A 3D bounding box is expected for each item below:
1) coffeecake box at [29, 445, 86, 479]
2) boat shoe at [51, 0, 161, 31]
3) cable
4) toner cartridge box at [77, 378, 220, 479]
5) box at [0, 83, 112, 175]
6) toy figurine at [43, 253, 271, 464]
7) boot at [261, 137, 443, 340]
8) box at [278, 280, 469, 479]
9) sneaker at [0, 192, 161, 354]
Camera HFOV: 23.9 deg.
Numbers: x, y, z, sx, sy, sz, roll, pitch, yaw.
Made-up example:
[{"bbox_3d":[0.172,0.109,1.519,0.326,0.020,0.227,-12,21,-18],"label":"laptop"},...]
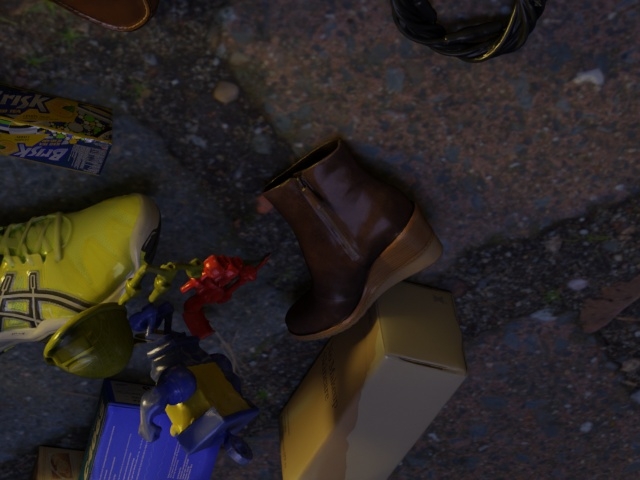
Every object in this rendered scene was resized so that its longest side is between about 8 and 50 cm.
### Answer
[{"bbox_3d":[-0.321,0.369,2.147,0.185,0.068,0.142,9,133,-17],"label":"coffeecake box"},{"bbox_3d":[-0.278,-0.281,1.454,0.110,0.104,0.307,-36,129,27],"label":"boat shoe"},{"bbox_3d":[0.147,-0.258,1.583,0.184,0.047,0.150,19,135,-28],"label":"cable"},{"bbox_3d":[-0.252,0.364,2.056,0.165,0.075,0.348,11,110,-17],"label":"toner cartridge box"},{"bbox_3d":[-0.314,-0.124,1.644,0.169,0.059,0.054,13,132,-19],"label":"box"},{"bbox_3d":[-0.133,0.155,1.724,0.191,0.217,0.362,-34,170,15],"label":"toy figurine"},{"bbox_3d":[0.000,0.000,1.818,0.248,0.090,0.207,-35,118,27],"label":"boot"},{"bbox_3d":[0.062,0.204,1.972,0.121,0.148,0.311,14,131,-20],"label":"box"},{"bbox_3d":[-0.359,0.042,1.752,0.384,0.145,0.147,-26,133,16],"label":"sneaker"}]
